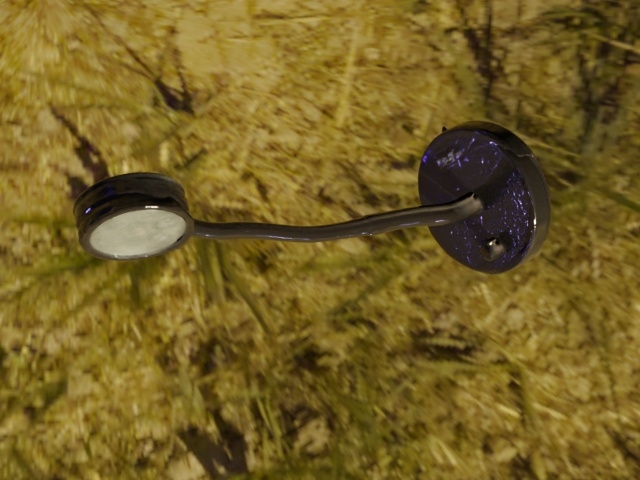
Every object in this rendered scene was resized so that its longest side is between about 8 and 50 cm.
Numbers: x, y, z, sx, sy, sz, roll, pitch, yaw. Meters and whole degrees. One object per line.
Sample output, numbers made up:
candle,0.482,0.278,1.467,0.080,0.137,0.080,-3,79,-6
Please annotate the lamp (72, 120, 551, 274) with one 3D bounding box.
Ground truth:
lamp,-0.008,-0.034,0.998,0.371,0.130,0.109,0,63,-35
